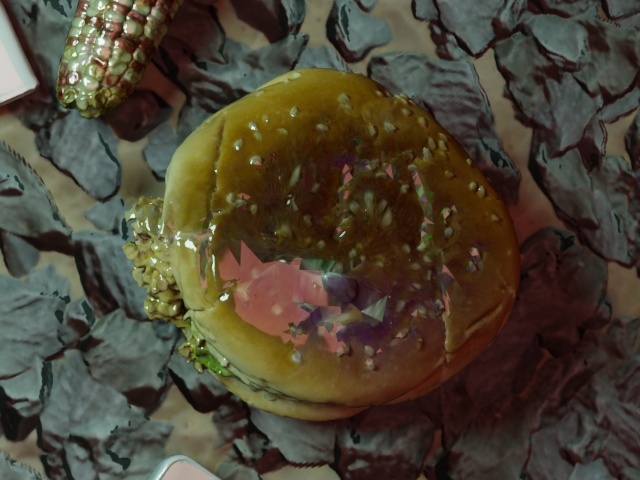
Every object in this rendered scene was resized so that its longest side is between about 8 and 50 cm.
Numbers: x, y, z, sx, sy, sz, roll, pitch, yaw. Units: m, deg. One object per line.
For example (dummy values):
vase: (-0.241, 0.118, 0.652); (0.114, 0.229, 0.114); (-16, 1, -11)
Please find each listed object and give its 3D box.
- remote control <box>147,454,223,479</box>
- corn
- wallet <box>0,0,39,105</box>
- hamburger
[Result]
remote control: (-0.035, 0.258, 0.986); (0.250, 0.034, 0.103); (39, 75, -12)
corn: (-0.121, -0.195, 0.977); (0.079, 0.079, 0.237); (23, 82, -15)
wallet: (-0.246, -0.149, 0.955); (0.061, 0.025, 0.122); (-26, 94, -12)
hamburger: (0.000, 0.000, 0.968); (0.286, 0.146, 0.243); (10, 75, -16)
